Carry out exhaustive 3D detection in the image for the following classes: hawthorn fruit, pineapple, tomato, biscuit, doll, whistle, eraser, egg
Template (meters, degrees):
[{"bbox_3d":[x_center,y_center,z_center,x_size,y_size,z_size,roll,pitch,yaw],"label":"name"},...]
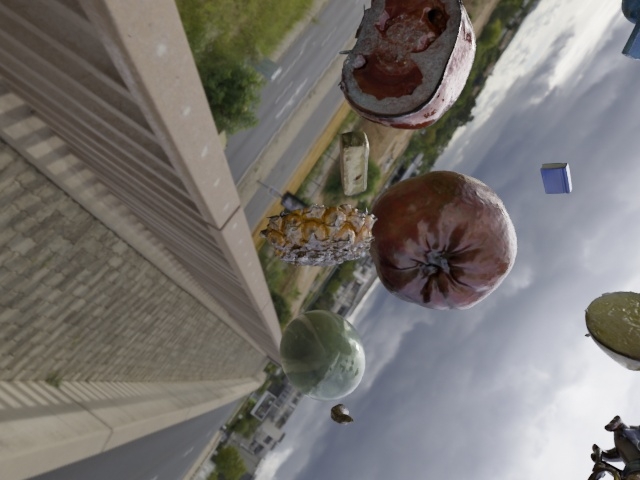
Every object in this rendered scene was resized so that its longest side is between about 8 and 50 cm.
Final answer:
[{"bbox_3d":[0.332,-0.013,1.333,0.402,0.403,0.403,-55,175,-8],"label":"hawthorn fruit"},{"bbox_3d":[0.000,0.000,0.859,0.224,0.225,0.076,110,-26,-70],"label":"pineapple"},{"bbox_3d":[0.146,-0.271,0.755,0.155,0.181,0.213,15,105,-58],"label":"tomato"},{"bbox_3d":[0.071,-0.157,1.002,0.188,0.056,0.052,80,2,-66],"label":"biscuit"},{"bbox_3d":[1.029,0.741,1.569,0.318,0.209,0.339,-28,-159,29],"label":"doll"},{"bbox_3d":[0.570,-0.404,0.848,0.090,0.091,0.157,-45,154,-63],"label":"whistle"},{"bbox_3d":[0.618,-0.163,1.257,0.027,0.063,0.084,-54,130,-32],"label":"eraser"},{"bbox_3d":[0.004,0.349,1.484,0.258,0.259,0.352,-55,-156,-1],"label":"egg"}]

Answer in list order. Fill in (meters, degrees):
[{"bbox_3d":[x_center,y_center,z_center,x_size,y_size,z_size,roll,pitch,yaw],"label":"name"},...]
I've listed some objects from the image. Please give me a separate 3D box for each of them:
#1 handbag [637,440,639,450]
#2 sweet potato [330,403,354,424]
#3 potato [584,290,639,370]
[{"bbox_3d":[0.635,0.271,0.657,0.113,0.286,0.256,-79,-174,-61],"label":"handbag"},{"bbox_3d":[0.040,0.353,0.975,0.153,0.042,0.038,101,-5,-74],"label":"sweet potato"},{"bbox_3d":[0.821,0.253,1.275,0.299,0.239,0.115,-32,136,-42],"label":"potato"}]
